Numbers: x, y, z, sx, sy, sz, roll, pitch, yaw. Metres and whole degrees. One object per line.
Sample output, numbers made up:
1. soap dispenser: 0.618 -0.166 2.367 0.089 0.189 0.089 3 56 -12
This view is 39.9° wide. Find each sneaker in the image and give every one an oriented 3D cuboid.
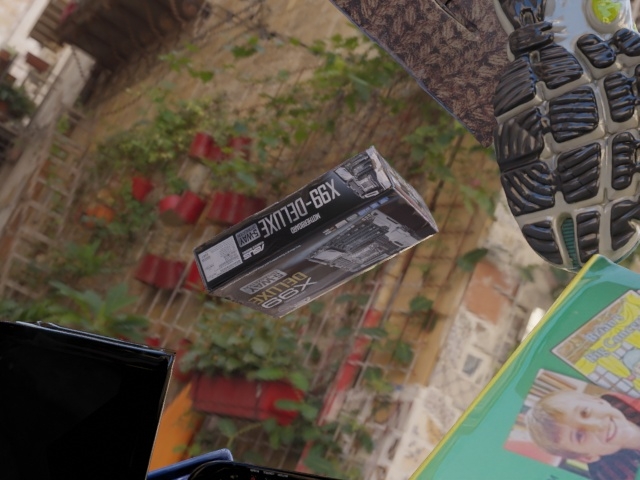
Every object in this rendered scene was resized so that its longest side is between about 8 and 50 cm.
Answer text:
1. sneaker: 0.179 -0.096 0.585 0.107 0.275 0.110 -11 -36 26

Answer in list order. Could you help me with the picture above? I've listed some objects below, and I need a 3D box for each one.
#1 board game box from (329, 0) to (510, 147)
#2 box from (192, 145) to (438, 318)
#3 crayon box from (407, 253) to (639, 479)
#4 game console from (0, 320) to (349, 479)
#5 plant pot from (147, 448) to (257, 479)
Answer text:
1. board game box: 0.155 -0.264 0.857 0.232 0.291 0.141 42 -54 -4
2. box: 0.000 0.000 1.319 0.307 0.077 0.242 -29 -23 13
3. crayon box: 0.055 0.235 0.368 0.106 0.363 0.313 28 -33 31
4. game console: -0.080 0.188 0.611 0.361 0.213 0.044 13 -3 -13
5. plant pot: -0.187 0.445 1.274 0.236 0.236 0.212 -14 10 -22
